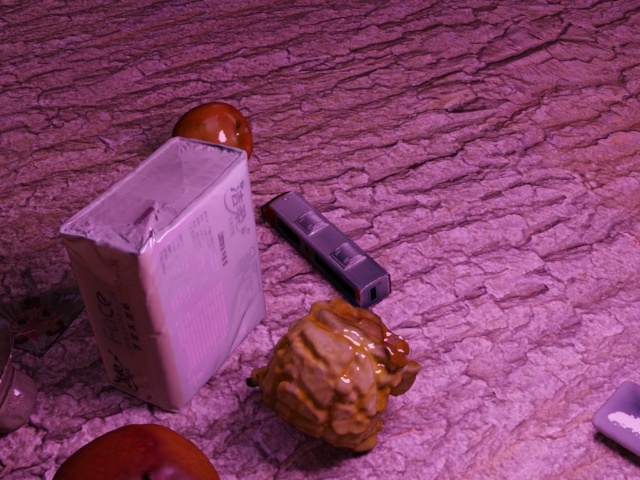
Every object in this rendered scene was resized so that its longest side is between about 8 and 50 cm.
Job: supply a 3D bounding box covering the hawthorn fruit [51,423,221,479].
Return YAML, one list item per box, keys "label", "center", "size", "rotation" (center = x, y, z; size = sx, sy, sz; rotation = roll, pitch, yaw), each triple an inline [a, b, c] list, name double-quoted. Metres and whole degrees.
- label: "hawthorn fruit"
  center: [-0.270, 0.427, 1.276]
  size: [0.308, 0.308, 0.325]
  rotation: [11, 32, 13]

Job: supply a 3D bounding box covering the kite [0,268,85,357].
- label: "kite"
  center: [-0.605, 0.148, 1.796]
  size: [0.323, 0.013, 0.267]
  rotation: [-13, 43, -14]

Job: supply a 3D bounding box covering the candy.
- label: "candy"
  center: [0.588, 0.333, 1.522]
  size: [0.174, 0.071, 0.138]
  rotation: [32, 50, 30]

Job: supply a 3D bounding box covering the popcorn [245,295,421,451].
- label: "popcorn"
  center: [0.035, 0.234, 1.519]
  size: [0.293, 0.237, 0.293]
  rotation: [26, 6, -3]

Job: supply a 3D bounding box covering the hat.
- label: "hat"
  center: [-0.577, 0.290, 1.553]
  size: [0.110, 0.252, 0.252]
  rotation: [32, 32, -28]

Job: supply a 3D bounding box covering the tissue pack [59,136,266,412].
- label: "tissue pack"
  center: [-0.272, 0.060, 1.599]
  size: [0.205, 0.405, 0.332]
  rotation: [17, 44, 24]

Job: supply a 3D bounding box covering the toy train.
- label: "toy train"
  center: [0.000, 0.000, 1.901]
  size: [0.086, 0.089, 0.409]
  rotation: [-29, 49, -21]

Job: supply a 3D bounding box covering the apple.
- label: "apple"
  center: [-0.269, -0.245, 2.107]
  size: [0.196, 0.196, 0.196]
  rotation: [0, 41, 0]
